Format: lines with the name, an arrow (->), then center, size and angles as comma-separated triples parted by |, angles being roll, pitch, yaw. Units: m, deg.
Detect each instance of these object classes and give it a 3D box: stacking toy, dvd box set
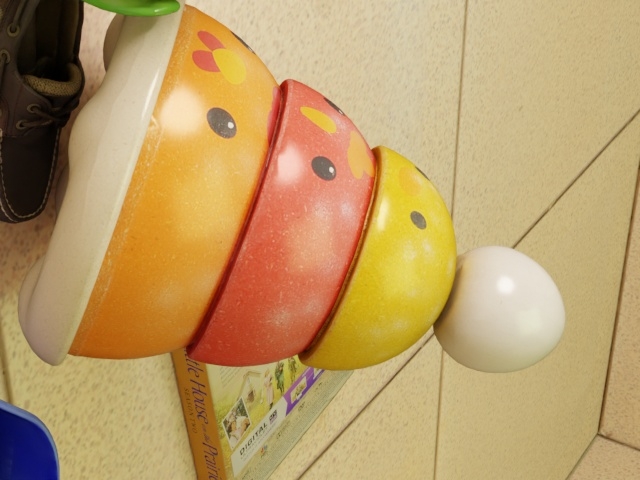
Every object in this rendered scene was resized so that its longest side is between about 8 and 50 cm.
stacking toy -> 0.000, 0.000, 1.207 | 0.350, 0.480, 0.350 | -162, -90, -79
dvd box set -> -0.069, 0.108, 1.692 | 0.307, 0.062, 0.420 | -48, 146, -37

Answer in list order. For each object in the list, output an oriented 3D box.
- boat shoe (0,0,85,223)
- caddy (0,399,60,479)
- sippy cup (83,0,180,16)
boat shoe -> -0.250, -0.140, 1.144 | 0.103, 0.092, 0.285 | -26, 129, -55
caddy -> -0.350, 0.225, 1.100 | 0.241, 0.179, 0.341 | -66, 153, -12
sippy cup -> -0.105, -0.331, 0.969 | 0.305, 0.224, 0.240 | 97, 14, -55
